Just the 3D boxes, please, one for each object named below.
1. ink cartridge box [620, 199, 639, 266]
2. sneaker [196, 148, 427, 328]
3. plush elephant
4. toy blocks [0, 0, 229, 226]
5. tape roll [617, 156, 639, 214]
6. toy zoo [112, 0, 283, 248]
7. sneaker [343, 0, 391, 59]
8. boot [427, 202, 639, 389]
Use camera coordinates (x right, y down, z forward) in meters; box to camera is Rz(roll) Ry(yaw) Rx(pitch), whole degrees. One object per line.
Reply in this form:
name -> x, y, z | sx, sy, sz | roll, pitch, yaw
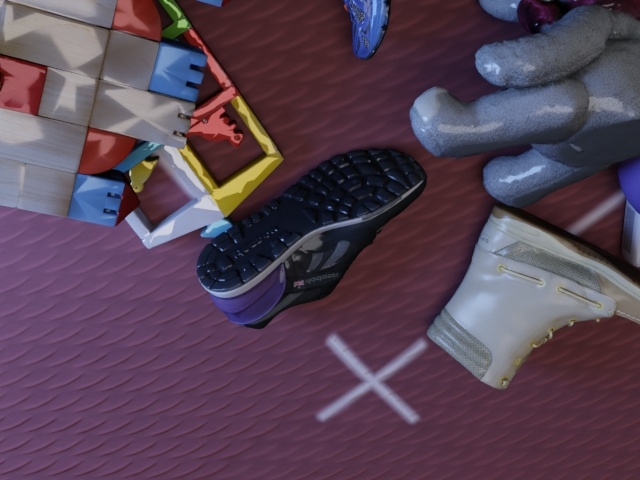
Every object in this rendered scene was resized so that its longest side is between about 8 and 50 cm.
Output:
ink cartridge box -> 0.487, -0.063, 1.052 | 0.224, 0.056, 0.181 | -2, 110, -3
sneaker -> 0.000, 0.000, 1.016 | 0.283, 0.107, 0.124 | -29, 138, -2
plush elephant -> 0.260, -0.215, 0.888 | 0.330, 0.255, 0.272 | -18, 158, 34
toy blocks -> -0.234, -0.171, 0.858 | 0.260, 0.191, 0.381 | 12, 106, -21
tape roll -> 0.437, -0.091, 0.968 | 0.189, 0.080, 0.189 | -3, 109, -8
toy zoo -> -0.175, -0.123, 0.974 | 0.192, 0.030, 0.293 | -33, 109, 6
sneaker -> 0.026, -0.301, 0.917 | 0.087, 0.083, 0.221 | -8, 105, 11
boot -> 0.281, 0.099, 1.043 | 0.262, 0.095, 0.203 | 28, 105, 4
